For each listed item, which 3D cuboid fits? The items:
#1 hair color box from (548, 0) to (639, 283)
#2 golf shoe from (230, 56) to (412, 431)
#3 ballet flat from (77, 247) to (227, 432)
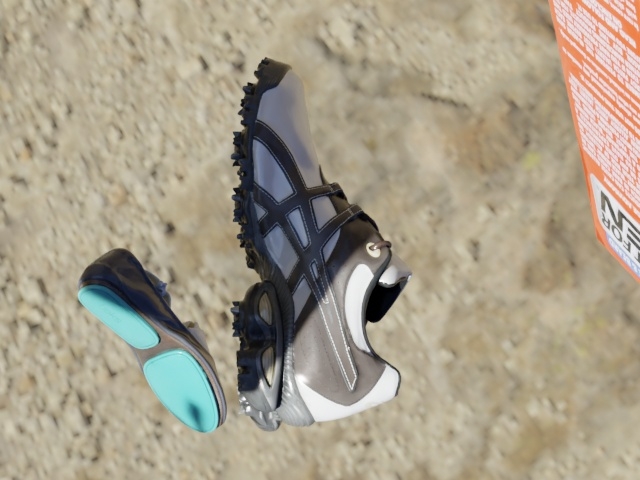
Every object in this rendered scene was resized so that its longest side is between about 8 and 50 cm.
[{"bbox_3d":[0.096,-0.066,0.388,0.093,0.053,0.167,-26,132,-8],"label":"hair color box"},{"bbox_3d":[0.000,0.000,0.973,0.094,0.198,0.077,-3,164,3],"label":"golf shoe"},{"bbox_3d":[-0.139,0.083,1.678,0.074,0.074,0.203,-36,119,2],"label":"ballet flat"}]
